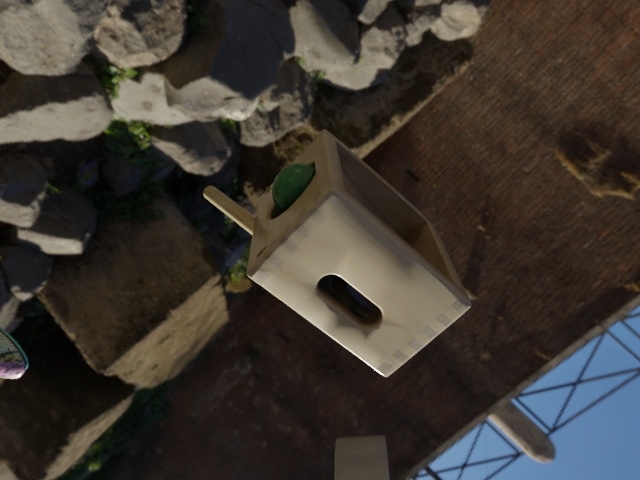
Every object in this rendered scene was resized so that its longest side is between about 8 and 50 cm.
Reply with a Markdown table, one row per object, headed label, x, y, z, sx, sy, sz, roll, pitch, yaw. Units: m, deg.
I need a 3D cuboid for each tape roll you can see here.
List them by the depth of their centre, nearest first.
| label | x | y | z | sx | sy | sz | roll | pitch | yaw |
| --- | --- | --- | --- | --- | --- | --- | --- | --- | --- |
| tape roll | 0.063 | 0.385 | 0.807 | 0.072 | 0.219 | 0.219 | -4 | 175 | 3 |

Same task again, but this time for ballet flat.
| label | x | y | z | sx | sy | sz | roll | pitch | yaw |
| --- | --- | --- | --- | --- | --- | --- | --- | --- | --- |
| ballet flat | -0.522 | 0.128 | 0.836 | 0.077 | 0.221 | 0.079 | -51 | 170 | 22 |

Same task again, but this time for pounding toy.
| label | x | y | z | sx | sy | sz | roll | pitch | yaw |
| --- | --- | --- | --- | --- | --- | --- | --- | --- | --- |
| pounding toy | 0.000 | 0.000 | 0.380 | 0.100 | 0.141 | 0.130 | -45 | -160 | 18 |
